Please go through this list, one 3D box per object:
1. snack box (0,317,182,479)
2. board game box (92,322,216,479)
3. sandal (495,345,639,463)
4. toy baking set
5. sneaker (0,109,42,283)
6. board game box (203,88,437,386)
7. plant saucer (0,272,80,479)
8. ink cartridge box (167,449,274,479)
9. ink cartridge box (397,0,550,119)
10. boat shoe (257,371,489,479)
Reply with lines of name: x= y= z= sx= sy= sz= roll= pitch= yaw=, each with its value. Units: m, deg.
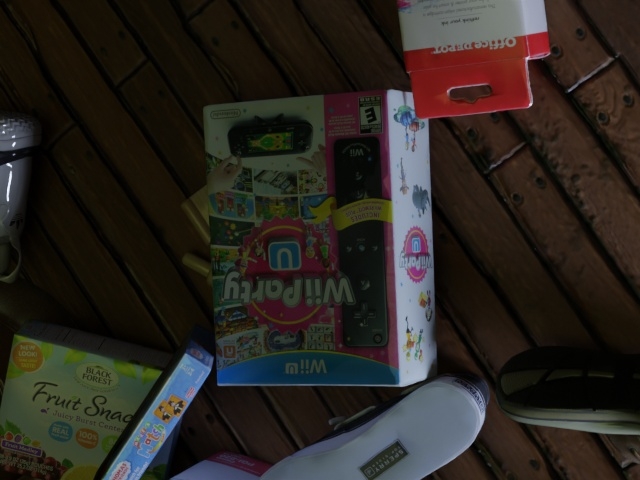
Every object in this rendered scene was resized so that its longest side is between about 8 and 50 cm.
snack box: x=-0.267 y=0.201 z=1.898 sx=0.207 sy=0.070 sz=0.174 roll=14 pitch=106 yaw=0
board game box: x=-0.184 y=0.200 z=1.767 sx=0.039 sy=0.160 sz=0.211 roll=34 pitch=97 yaw=-5
sandal: x=0.328 y=0.176 z=1.642 sx=0.303 sy=0.120 sz=0.086 roll=9 pitch=131 yaw=25
toy baking set: x=-0.043 y=-0.004 z=1.809 sx=0.256 sy=0.030 sz=0.196 roll=33 pitch=112 yaw=16
sneaker: x=-0.504 y=-0.056 z=1.947 sx=0.366 sy=0.137 sz=0.210 roll=4 pitch=96 yaw=21
board game box: x=0.000 y=0.000 z=1.720 sx=0.224 sy=0.097 sz=0.303 roll=-3 pitch=91 yaw=28
plant saucer: x=-0.414 y=0.192 z=2.010 sx=0.311 sy=0.050 sz=0.310 roll=5 pitch=101 yaw=25
ink cartridge box: x=-0.137 y=0.345 z=1.814 sx=0.092 sy=0.218 sz=0.158 roll=15 pitch=105 yaw=22
ink cartridge box: x=0.152 y=-0.246 z=1.645 sx=0.134 sy=0.078 sz=0.231 roll=-4 pitch=98 yaw=26
boat shoe: x=0.051 y=0.235 z=1.767 sx=0.306 sy=0.105 sz=0.113 roll=-40 pitch=87 yaw=18
